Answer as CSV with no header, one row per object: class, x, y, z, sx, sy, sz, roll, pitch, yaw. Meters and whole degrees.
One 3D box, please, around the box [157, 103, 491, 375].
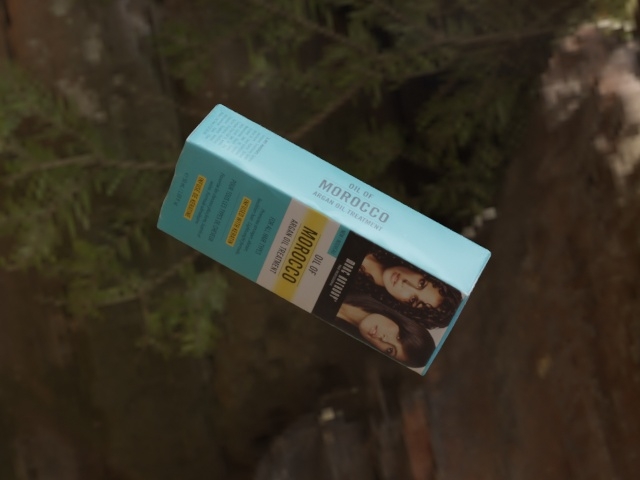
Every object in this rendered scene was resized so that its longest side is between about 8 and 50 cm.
box,0.000,0.000,1.227,0.060,0.244,0.100,-55,172,-48
